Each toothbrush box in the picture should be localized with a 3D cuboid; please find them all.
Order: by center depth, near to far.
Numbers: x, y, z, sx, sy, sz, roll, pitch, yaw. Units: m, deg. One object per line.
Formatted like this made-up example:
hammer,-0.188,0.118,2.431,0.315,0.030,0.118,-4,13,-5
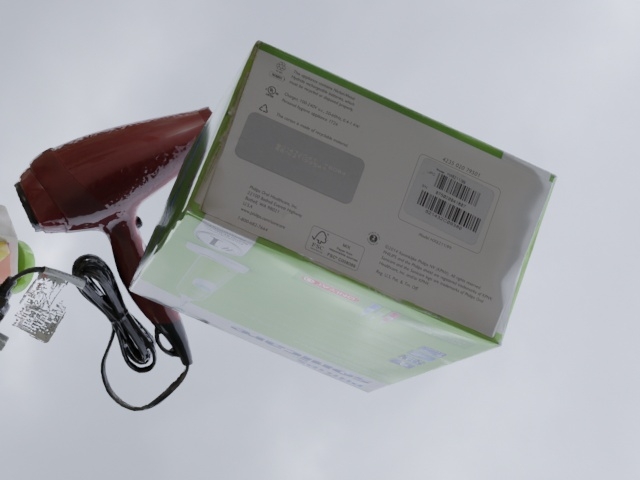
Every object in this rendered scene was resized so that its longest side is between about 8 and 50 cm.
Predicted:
toothbrush box,0.000,0.000,0.933,0.283,0.206,0.122,137,-25,-70

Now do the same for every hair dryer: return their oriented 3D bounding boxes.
hair dryer,-0.183,-0.001,1.263,0.293,0.223,0.080,-59,-149,11

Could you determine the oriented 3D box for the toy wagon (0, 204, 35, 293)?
toy wagon,-0.444,0.067,1.301,0.344,0.267,0.068,-36,-114,21
